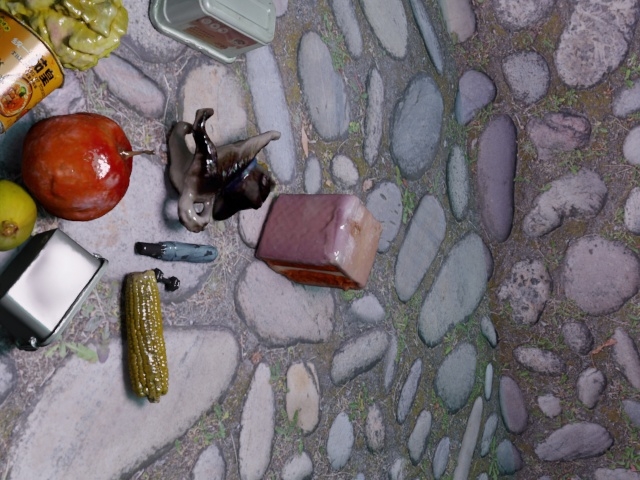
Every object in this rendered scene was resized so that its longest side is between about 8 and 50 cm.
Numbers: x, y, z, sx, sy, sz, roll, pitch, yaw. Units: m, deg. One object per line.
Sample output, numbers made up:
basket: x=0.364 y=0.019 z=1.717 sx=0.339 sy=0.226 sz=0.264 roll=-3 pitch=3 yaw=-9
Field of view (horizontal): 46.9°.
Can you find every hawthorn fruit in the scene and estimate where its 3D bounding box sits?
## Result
hawthorn fruit: x=-0.476 y=-0.165 z=1.547 sx=0.242 sy=0.272 sz=0.241 roll=-11 pitch=90 yaw=-77

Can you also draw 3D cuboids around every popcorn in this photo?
popcorn: x=-0.525 y=-0.484 z=1.561 sx=0.259 sy=0.212 sz=0.259 roll=9 pitch=79 yaw=-60

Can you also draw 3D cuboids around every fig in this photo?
fig: x=-0.634 y=-0.049 z=1.471 sx=0.136 sy=0.121 sz=0.152 roll=21 pitch=49 yaw=-46

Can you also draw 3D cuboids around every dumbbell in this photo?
dumbbell: x=-0.391 y=0.099 z=1.851 sx=0.036 sy=0.040 sz=0.083 roll=-54 pitch=137 yaw=2

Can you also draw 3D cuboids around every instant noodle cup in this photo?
instant noodle cup: x=-0.630 y=-0.319 z=1.423 sx=0.172 sy=0.216 sz=0.215 roll=-58 pitch=133 yaw=-24

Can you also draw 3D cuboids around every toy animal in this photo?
toy animal: x=-0.248 y=-0.156 z=1.933 sx=0.344 sy=0.194 sz=0.302 roll=9 pitch=77 yaw=-49

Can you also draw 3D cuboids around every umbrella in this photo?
umbrella: x=-0.360 y=0.029 z=1.881 sx=0.250 sy=0.053 sz=0.052 roll=8 pitch=84 yaw=-53

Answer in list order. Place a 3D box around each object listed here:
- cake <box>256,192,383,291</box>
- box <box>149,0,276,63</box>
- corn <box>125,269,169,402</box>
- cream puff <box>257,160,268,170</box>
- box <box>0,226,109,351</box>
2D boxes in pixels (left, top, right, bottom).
cake: x=0.000 y=0.000 z=2.161 sx=0.237 sy=0.309 sz=0.230 roll=45 pitch=59 yaw=-47
box: x=-0.266 y=-0.596 z=1.923 sx=0.312 sy=0.183 sz=0.175 roll=14 pitch=78 yaw=-52
corn: x=-0.417 y=0.231 z=1.765 sx=0.097 sy=0.097 sz=0.319 roll=-6 pitch=92 yaw=-53
cream puff: x=-0.184 y=-0.187 z=2.121 sx=0.083 sy=0.058 sz=0.083 roll=-23 pitch=100 yaw=-53
box: x=-0.573 y=0.093 z=1.519 sx=0.135 sy=0.163 sz=0.243 roll=48 pitch=53 yaw=-29
